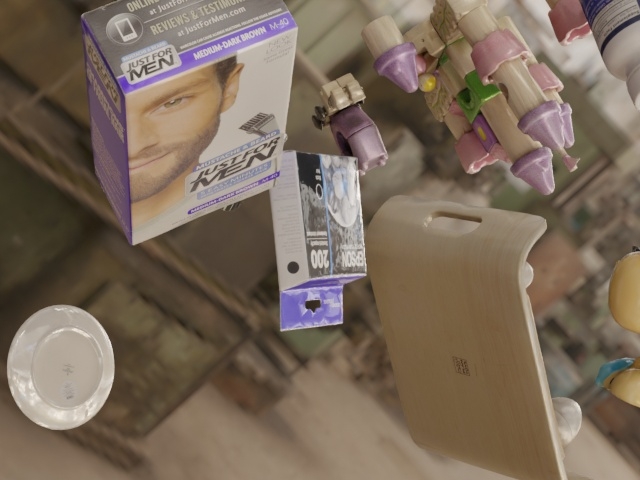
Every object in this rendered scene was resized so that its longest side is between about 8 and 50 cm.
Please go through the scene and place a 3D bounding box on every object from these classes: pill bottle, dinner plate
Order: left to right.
[{"bbox_3d":[-0.288,0.143,1.929,0.017,0.141,0.141,-2,-39,50],"label":"dinner plate"},{"bbox_3d":[0.354,-0.238,1.876,0.112,0.112,0.186,38,31,-59],"label":"pill bottle"}]

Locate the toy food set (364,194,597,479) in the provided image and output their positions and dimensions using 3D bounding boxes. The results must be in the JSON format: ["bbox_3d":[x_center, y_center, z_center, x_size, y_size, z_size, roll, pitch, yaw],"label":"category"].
[{"bbox_3d":[0.172,0.106,1.729,0.220,0.092,0.306,12,-57,49],"label":"toy food set"}]

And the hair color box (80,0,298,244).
[{"bbox_3d":[-0.135,-0.136,1.752,0.110,0.185,0.339,61,-15,21],"label":"hair color box"}]

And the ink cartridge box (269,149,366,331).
[{"bbox_3d":[0.000,0.000,2.035,0.206,0.045,0.208,-2,88,-69],"label":"ink cartridge box"}]

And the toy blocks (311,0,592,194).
[{"bbox_3d":[0.196,-0.150,2.071,0.260,0.309,0.288,61,-14,12],"label":"toy blocks"}]

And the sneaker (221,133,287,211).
[{"bbox_3d":[-0.132,-0.119,2.602,0.094,0.081,0.208,34,36,1],"label":"sneaker"}]

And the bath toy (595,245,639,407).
[{"bbox_3d":[0.330,-0.026,1.476,0.151,0.348,0.129,8,9,-27],"label":"bath toy"}]
